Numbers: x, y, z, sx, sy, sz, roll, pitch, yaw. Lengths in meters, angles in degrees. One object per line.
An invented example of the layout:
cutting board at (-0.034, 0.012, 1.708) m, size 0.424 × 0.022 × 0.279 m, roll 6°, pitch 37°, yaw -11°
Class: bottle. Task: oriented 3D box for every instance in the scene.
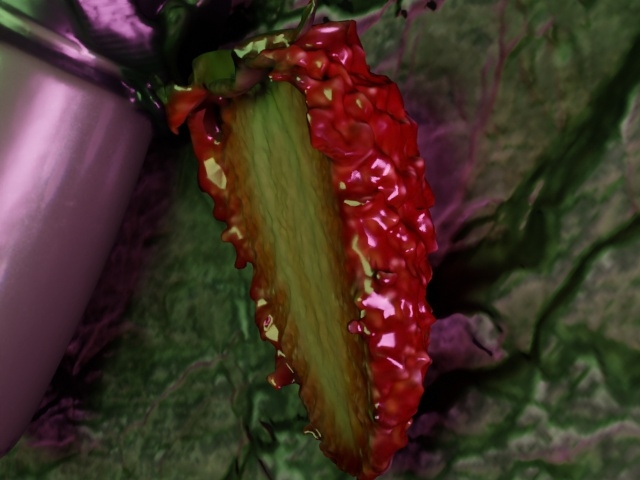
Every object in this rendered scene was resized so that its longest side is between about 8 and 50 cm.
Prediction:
bottle at (-0.178, -0.053, 0.688) m, size 0.168 × 0.168 × 0.347 m, roll 34°, pitch 98°, yaw 42°

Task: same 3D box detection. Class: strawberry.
strawberry at (0.004, -0.003, 0.575) m, size 0.167 × 0.087 × 0.208 m, roll -2°, pitch 104°, yaw 62°
